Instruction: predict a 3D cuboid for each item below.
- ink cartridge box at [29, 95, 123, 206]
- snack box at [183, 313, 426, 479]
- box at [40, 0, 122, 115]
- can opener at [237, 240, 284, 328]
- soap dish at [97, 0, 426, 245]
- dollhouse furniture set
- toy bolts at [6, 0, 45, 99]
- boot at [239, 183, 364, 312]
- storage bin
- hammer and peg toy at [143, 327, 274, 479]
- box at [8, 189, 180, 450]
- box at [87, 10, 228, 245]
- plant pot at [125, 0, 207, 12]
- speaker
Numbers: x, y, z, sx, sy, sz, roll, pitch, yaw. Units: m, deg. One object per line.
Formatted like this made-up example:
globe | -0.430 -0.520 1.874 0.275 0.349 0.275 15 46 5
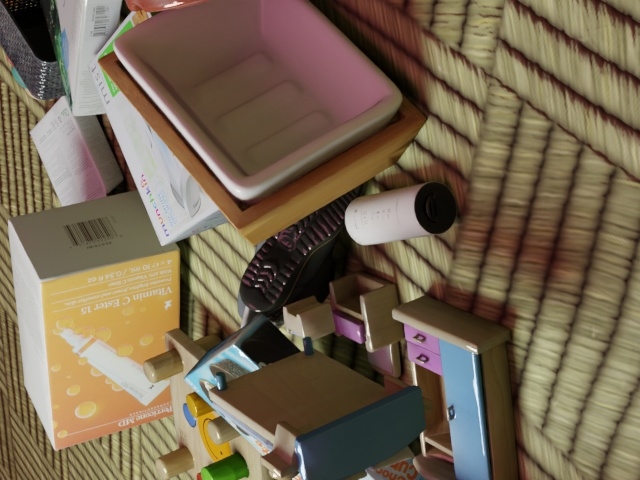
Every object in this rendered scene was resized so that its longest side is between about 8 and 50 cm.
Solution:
ink cartridge box | -0.393 -0.114 1.992 0.223 0.045 0.224 -21 91 61
snack box | -0.006 0.239 1.451 0.322 0.060 0.187 44 150 -5
box | -0.343 -0.367 1.668 0.232 0.058 0.322 111 146 -49
can opener | -0.066 0.024 1.516 0.095 0.076 0.283 49 143 30
soap dish | -0.065 -0.144 1.278 0.291 0.229 0.118 49 161 31
dollhouse furniture set | 0.017 0.199 1.261 0.286 0.303 0.198 21 124 53
toy bolts | -0.504 -0.330 1.963 0.228 0.218 0.158 29 157 3
boot | 0.000 0.000 1.403 0.077 0.137 0.198 46 104 25
storage bin | -0.406 -0.310 1.814 0.180 0.122 0.084 55 147 23
hammer and peg toy | -0.150 0.330 1.788 0.266 0.127 0.361 33 135 45
box | -0.345 0.124 1.873 0.168 0.215 0.345 52 147 43
box | -0.156 -0.155 1.505 0.231 0.126 0.262 -25 87 58
plant pot | -0.143 -0.388 1.226 0.272 0.272 0.265 14 128 55
speaker | 0.082 -0.027 1.262 0.136 0.055 0.055 -10 99 60
